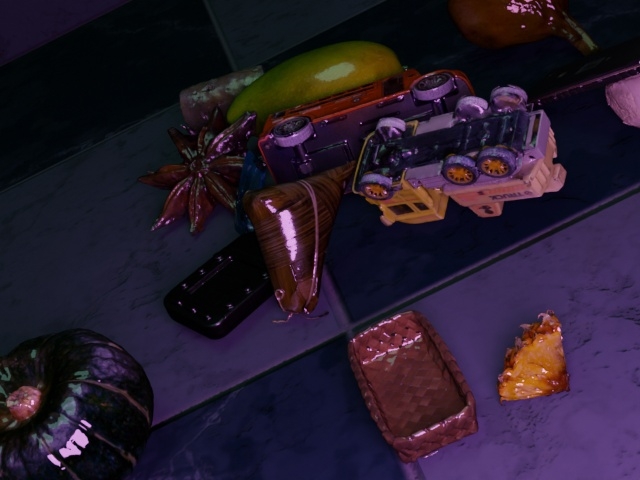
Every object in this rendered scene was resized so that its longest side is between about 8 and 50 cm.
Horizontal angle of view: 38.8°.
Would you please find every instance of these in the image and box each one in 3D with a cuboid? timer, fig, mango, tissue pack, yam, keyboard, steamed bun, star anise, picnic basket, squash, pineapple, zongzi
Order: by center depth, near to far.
[{"bbox_3d":[0.240,0.118,0.973,0.077,0.114,0.114,25,31,9],"label":"pineapple"},{"bbox_3d":[0.101,0.160,1.007,0.110,0.055,0.193,-25,32,1],"label":"picnic basket"},{"bbox_3d":[-0.327,0.230,1.113,0.252,0.165,0.252,-20,35,14],"label":"squash"},{"bbox_3d":[0.454,-0.203,1.225,0.112,0.091,0.130,-34,9,-4],"label":"steamed bun"},{"bbox_3d":[0.000,0.000,1.240,0.184,0.187,0.084,-21,11,-31],"label":"zongzi"},{"bbox_3d":[0.388,-0.239,1.275,0.106,0.027,0.317,-40,9,-13],"label":"keyboard"},{"bbox_3d":[-0.123,0.065,1.310,0.187,0.055,0.144,-40,36,-27],"label":"timer"},{"bbox_3d":[-0.113,-0.066,1.422,0.028,0.138,0.085,3,19,-28],"label":"tissue pack"},{"bbox_3d":[0.357,-0.374,1.539,0.191,0.190,0.290,-40,75,-20],"label":"fig"},{"bbox_3d":[-0.013,-0.245,1.573,0.343,0.156,0.192,-11,24,29],"label":"mango"},{"bbox_3d":[-0.191,-0.109,1.580,0.272,0.102,0.272,-12,63,24],"label":"star anise"},{"bbox_3d":[-0.167,-0.273,1.768,0.194,0.107,0.107,-15,34,17],"label":"yam"}]

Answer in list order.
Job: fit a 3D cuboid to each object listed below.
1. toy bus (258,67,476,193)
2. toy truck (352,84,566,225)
[{"bbox_3d":[0.081,-0.168,1.396,0.329,0.143,0.153,-16,30,13],"label":"toy bus"},{"bbox_3d":[0.190,-0.097,1.222,0.272,0.157,0.124,-10,51,38],"label":"toy truck"}]
